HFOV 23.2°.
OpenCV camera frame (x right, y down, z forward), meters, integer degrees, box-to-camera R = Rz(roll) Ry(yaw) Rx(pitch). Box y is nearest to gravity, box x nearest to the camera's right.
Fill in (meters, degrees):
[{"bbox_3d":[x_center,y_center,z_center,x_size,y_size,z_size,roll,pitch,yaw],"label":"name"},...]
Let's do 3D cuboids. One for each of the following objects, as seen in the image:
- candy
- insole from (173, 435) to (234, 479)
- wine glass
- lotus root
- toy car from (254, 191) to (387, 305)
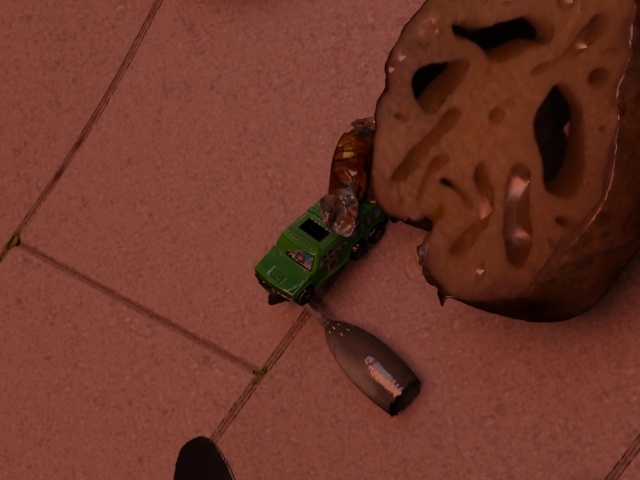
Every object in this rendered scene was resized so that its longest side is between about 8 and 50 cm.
[{"bbox_3d":[0.036,-0.081,1.721,0.053,0.046,0.182,6,48,12],"label":"candy"},{"bbox_3d":[-0.117,0.350,1.798,0.086,0.005,0.253,-24,72,22],"label":"insole"},{"bbox_3d":[0.028,0.110,1.734,0.198,0.066,0.066,42,101,24],"label":"wine glass"},{"bbox_3d":[0.204,-0.117,1.591,0.375,0.111,0.390,-49,46,32],"label":"lotus root"},{"bbox_3d":[0.000,0.000,1.729,0.071,0.062,0.165,35,62,26],"label":"toy car"}]
